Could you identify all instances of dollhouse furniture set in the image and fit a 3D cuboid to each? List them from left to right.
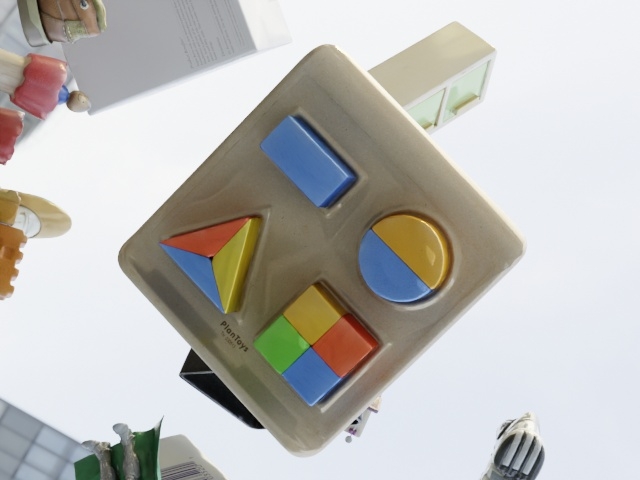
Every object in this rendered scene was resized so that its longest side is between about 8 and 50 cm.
[{"bbox_3d":[0.024,0.237,1.788,0.091,0.114,0.081,-64,179,-68],"label":"dollhouse furniture set"}]

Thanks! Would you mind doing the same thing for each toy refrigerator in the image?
[{"bbox_3d":[0.127,-0.198,1.725,0.269,0.102,0.094,-33,-120,-32],"label":"toy refrigerator"}]

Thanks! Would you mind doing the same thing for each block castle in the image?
[{"bbox_3d":[-0.479,-0.018,1.656,0.303,0.212,0.453,-26,-131,58],"label":"block castle"}]

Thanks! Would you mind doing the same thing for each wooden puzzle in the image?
[{"bbox_3d":[-0.006,0.010,1.316,0.348,0.322,0.080,-44,172,6],"label":"wooden puzzle"}]

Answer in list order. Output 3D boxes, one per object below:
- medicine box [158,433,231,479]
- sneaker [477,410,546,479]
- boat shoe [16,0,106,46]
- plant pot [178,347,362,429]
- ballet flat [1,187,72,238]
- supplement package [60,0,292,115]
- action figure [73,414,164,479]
[{"bbox_3d":[-0.196,0.468,1.712,0.263,0.149,0.289,33,-57,46],"label":"medicine box"},{"bbox_3d":[0.252,0.334,1.700,0.229,0.086,0.132,-63,177,24],"label":"sneaker"},{"bbox_3d":[-0.329,-0.396,1.512,0.104,0.307,0.111,-8,-172,0],"label":"boat shoe"},{"bbox_3d":[-0.050,0.142,1.667,0.188,0.187,0.167,-7,-124,32],"label":"plant pot"},{"bbox_3d":[-0.499,-0.043,1.873,0.073,0.232,0.080,-84,-164,-56],"label":"ballet flat"},{"bbox_3d":[-0.223,-0.325,1.840,0.292,0.178,0.175,-17,-171,20],"label":"supplement package"},{"bbox_3d":[-0.212,0.320,1.348,0.137,0.063,0.232,-32,-124,23],"label":"action figure"}]
